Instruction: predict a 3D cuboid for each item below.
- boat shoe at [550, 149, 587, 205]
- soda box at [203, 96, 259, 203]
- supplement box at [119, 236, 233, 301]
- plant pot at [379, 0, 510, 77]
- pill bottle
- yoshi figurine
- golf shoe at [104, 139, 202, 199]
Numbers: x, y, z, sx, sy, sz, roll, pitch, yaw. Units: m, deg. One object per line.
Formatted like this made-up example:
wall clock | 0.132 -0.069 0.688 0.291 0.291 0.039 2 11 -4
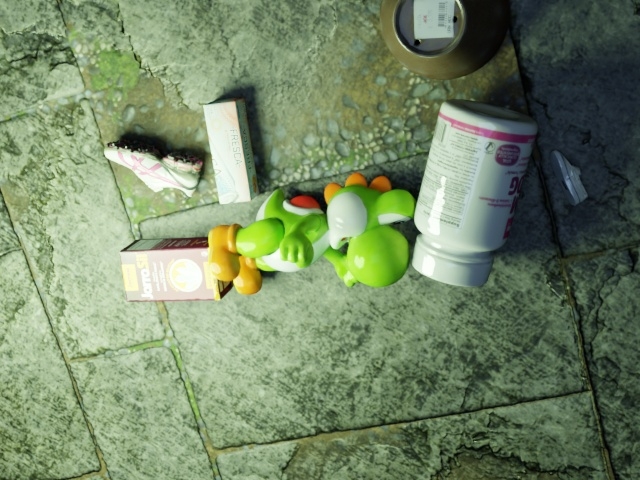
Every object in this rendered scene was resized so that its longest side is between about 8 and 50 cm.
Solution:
boat shoe | 0.419 -0.110 1.538 0.035 0.035 0.100 -28 95 -9
soda box | -0.158 -0.161 1.639 0.063 0.058 0.183 -5 104 14
supplement box | -0.269 0.054 1.712 0.188 0.081 0.104 -2 105 14
plant pot | 0.182 -0.346 1.417 0.216 0.230 0.215 3 106 12
pill bottle | 0.246 -0.078 1.516 0.160 0.160 0.283 15 109 8
yoshi figurine | 0.003 0.023 1.596 0.362 0.203 0.203 -16 117 14
golf shoe | -0.312 -0.130 1.677 0.186 0.067 0.085 17 110 7
